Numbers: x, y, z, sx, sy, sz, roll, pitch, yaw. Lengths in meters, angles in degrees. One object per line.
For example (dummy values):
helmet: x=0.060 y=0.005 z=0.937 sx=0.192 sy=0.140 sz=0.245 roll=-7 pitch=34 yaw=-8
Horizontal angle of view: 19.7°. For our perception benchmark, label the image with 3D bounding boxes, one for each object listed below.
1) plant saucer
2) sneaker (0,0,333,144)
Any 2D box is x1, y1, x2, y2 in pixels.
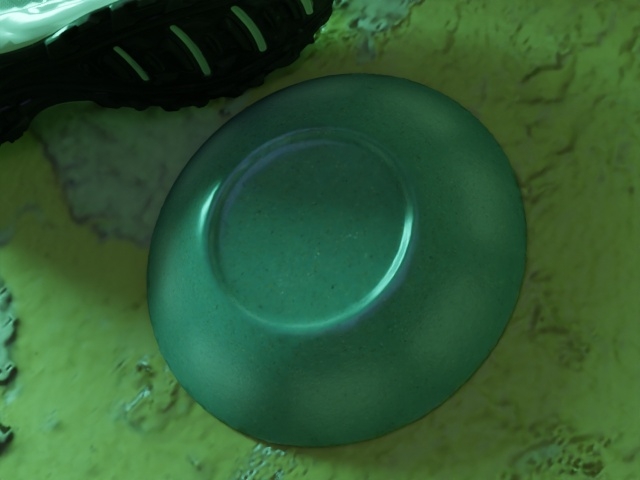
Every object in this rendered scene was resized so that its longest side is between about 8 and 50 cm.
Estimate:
plant saucer: x=0.000 y=0.000 z=0.880 sx=0.195 sy=0.037 sz=0.195 roll=-7 pitch=66 yaw=16
sneaker: x=-0.124 y=-0.121 z=0.942 sx=0.271 sy=0.100 sz=0.108 roll=-10 pitch=60 yaw=16
